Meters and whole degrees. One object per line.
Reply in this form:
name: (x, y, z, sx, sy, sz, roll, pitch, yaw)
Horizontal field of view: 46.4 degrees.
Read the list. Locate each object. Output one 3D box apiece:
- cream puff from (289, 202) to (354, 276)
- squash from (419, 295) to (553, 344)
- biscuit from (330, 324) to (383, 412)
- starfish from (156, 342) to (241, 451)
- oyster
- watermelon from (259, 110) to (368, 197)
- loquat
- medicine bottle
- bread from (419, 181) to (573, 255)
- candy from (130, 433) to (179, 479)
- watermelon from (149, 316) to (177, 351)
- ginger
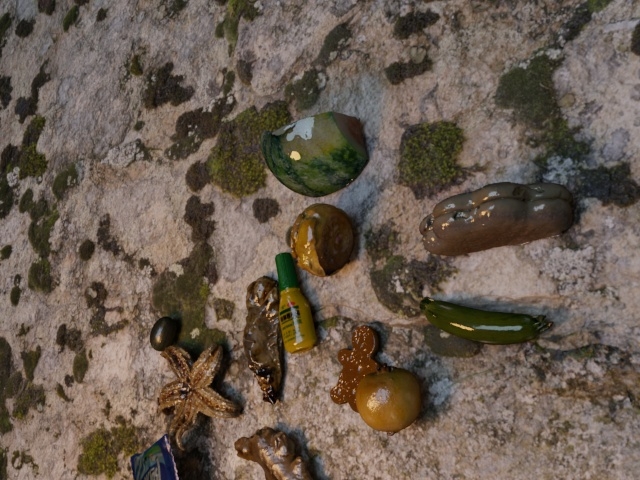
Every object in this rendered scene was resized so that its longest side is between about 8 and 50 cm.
cream puff: (0.000, 0.000, 1.830, 0.130, 0.189, 0.188, 7, 86, 43)
squash: (0.337, 0.178, 1.594, 0.319, 0.080, 0.071, 7, 124, 40)
biscuit: (0.094, 0.303, 1.782, 0.138, 0.031, 0.204, 12, 91, 44)
starfish: (-0.361, 0.427, 2.070, 0.303, 0.113, 0.311, -23, 59, 30)
oyster: (-0.146, 0.258, 1.959, 0.129, 0.079, 0.344, -13, 71, 27)
watermelon: (-0.038, -0.220, 1.924, 0.305, 0.224, 0.180, -17, 27, 37)
loquat: (0.153, 0.351, 1.662, 0.163, 0.137, 0.163, 5, 96, 51)
medicine bottle: (-0.072, 0.157, 1.919, 0.095, 0.064, 0.260, -25, 66, 32)
bread: (0.346, -0.051, 1.562, 0.338, 0.183, 0.101, -16, 64, 34)
candy: (-0.455, 0.655, 2.070, 0.331, 0.077, 0.187, -37, 66, 49)
watermelon: (-0.460, 0.272, 2.191, 0.078, 0.078, 0.110, 22, 94, 38)
ginger: (-0.088, 0.573, 1.850, 0.333, 0.080, 0.166, 33, 117, 30)
